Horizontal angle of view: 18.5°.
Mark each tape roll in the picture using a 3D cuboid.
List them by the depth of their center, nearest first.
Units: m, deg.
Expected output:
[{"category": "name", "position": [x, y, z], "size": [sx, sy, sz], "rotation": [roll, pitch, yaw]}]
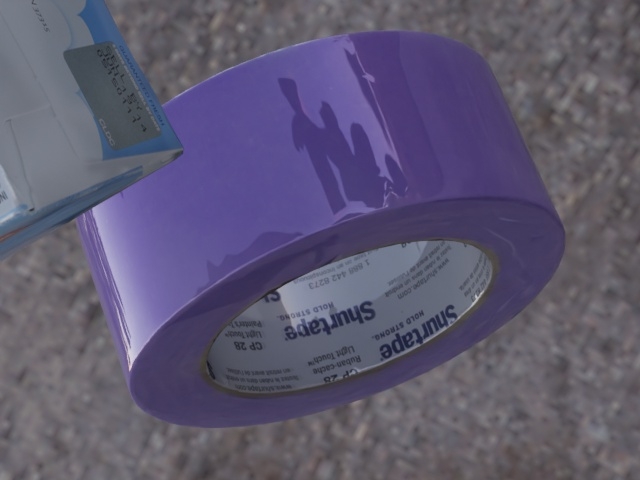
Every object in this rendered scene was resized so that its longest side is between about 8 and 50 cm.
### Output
[{"category": "tape roll", "position": [0.000, 0.000, 0.812], "size": [0.189, 0.189, 0.080], "rotation": [-41, 60, 38]}]

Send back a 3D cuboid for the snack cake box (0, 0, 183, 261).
[{"category": "snack cake box", "position": [-0.188, -0.022, 0.531], "size": [0.264, 0.152, 0.089], "rotation": [-28, 1, 25]}]
